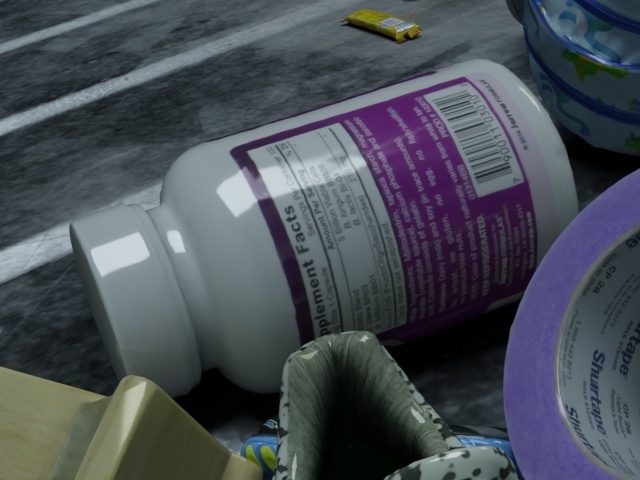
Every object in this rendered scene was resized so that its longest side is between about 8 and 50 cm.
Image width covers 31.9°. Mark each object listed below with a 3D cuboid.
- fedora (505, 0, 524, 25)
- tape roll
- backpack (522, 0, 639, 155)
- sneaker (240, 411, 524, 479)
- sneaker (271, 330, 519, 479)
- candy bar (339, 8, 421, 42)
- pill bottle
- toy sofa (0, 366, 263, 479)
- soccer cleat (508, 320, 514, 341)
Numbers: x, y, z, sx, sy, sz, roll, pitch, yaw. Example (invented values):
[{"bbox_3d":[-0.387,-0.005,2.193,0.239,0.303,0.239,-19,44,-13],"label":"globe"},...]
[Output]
[{"bbox_3d":[0.290,-0.274,1.163,0.275,0.244,0.124,16,66,31],"label":"fedora"},{"bbox_3d":[0.178,0.057,0.491,0.189,0.080,0.189,-30,46,36],"label":"tape roll"},{"bbox_3d":[0.344,-0.213,0.941,0.355,0.273,0.290,-21,58,12],"label":"backpack"},{"bbox_3d":[0.047,0.109,0.602,0.188,0.067,0.078,-1,34,28],"label":"sneaker"},{"bbox_3d":[0.048,0.163,0.358,0.158,0.182,0.410,-18,26,-13],"label":"sneaker"},{"bbox_3d":[0.077,-0.280,1.445,0.040,0.018,0.161,-25,29,-17],"label":"candy bar"},{"bbox_3d":[0.000,0.000,0.732,0.301,0.169,0.169,-19,26,-15],"label":"pill bottle"},{"bbox_3d":[-0.217,0.127,0.552,0.362,0.177,0.150,12,65,24],"label":"toy sofa"},{"bbox_3d":[0.220,0.057,0.574,0.289,0.093,0.121,-8,34,35],"label":"soccer cleat"}]
